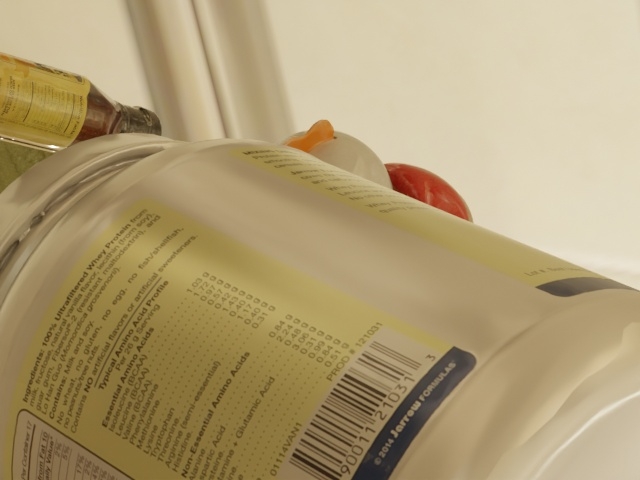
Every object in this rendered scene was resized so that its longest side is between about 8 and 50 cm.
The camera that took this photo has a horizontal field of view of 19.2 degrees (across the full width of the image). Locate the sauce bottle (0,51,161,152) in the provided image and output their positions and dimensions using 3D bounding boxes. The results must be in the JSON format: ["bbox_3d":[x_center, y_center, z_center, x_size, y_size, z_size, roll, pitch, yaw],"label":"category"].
[{"bbox_3d":[-0.129,-0.063,0.912,0.042,0.042,0.128,2,173,36],"label":"sauce bottle"}]

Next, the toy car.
[{"bbox_3d":[0.000,0.000,1.498,0.210,0.238,0.219,-51,-130,-2],"label":"toy car"}]

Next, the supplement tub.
[{"bbox_3d":[0.000,0.090,0.813,0.235,0.235,0.325,-28,-145,-34],"label":"supplement tub"}]

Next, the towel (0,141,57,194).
[{"bbox_3d":[-0.250,-0.065,1.497,0.110,0.148,0.027,-34,157,4],"label":"towel"}]
